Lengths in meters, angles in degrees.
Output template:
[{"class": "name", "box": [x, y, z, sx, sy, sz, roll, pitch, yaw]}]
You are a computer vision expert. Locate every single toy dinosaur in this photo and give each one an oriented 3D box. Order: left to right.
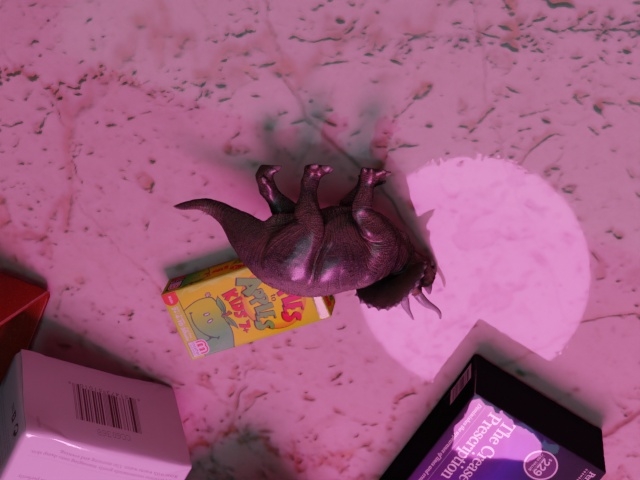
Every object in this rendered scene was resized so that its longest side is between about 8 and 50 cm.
[{"class": "toy dinosaur", "box": [0.000, 0.000, 1.444, 0.313, 0.121, 0.160, 5, 87, -15]}]

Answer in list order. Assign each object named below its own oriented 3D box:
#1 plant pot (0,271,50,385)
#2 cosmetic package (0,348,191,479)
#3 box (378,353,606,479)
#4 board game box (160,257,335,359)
[{"class": "plant pot", "box": [-0.517, 0.149, 1.554, 0.235, 0.267, 0.267, 30, 114, 9]}, {"class": "cosmetic package", "box": [-0.336, 0.344, 1.617, 0.217, 0.156, 0.385, 19, 117, -27]}, {"class": "box", "box": [0.189, 0.296, 1.585, 0.184, 0.103, 0.261, 30, 114, -8]}, {"class": "board game box", "box": [-0.085, 0.068, 1.557, 0.181, 0.043, 0.092, -18, 109, 15]}]
